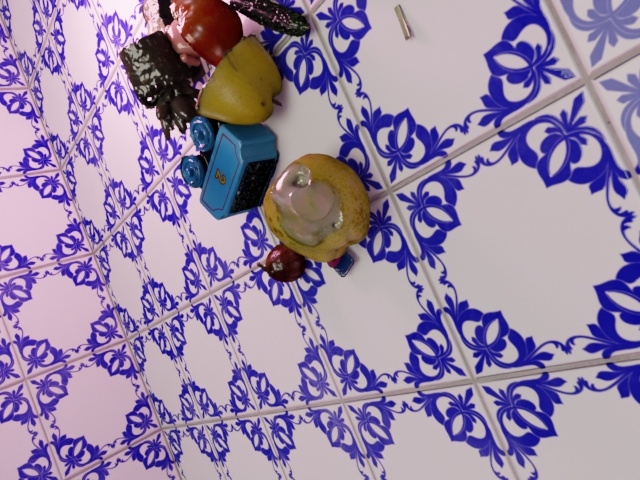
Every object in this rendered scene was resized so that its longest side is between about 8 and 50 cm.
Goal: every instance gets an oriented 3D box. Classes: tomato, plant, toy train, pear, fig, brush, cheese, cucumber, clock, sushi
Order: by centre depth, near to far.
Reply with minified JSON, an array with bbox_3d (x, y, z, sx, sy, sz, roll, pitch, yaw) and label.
[{"bbox_3d":[0.181,-0.477,1.124,0.016,0.013,0.084,-27,76,42],"label":"brush"},{"bbox_3d":[-0.004,-0.078,1.287,0.271,0.271,0.271,18,116,41],"label":"pear"},{"bbox_3d":[-0.130,-0.595,1.359,0.300,0.072,0.072,39,128,31],"label":"cucumber"},{"bbox_3d":[-0.292,-0.589,1.405,0.139,0.200,0.233,-37,65,19],"label":"tomato"},{"bbox_3d":[-0.201,-0.406,1.411,0.178,0.267,0.267,42,133,3],"label":"pear"},{"bbox_3d":[0.000,0.000,1.443,0.244,0.062,0.155,48,131,23],"label":"cheese"},{"bbox_3d":[-0.108,0.068,1.535,0.128,0.150,0.128,0,89,10],"label":"fig"},{"bbox_3d":[-0.279,-0.228,1.566,0.265,0.188,0.300,43,129,21],"label":"toy train"},{"bbox_3d":[-0.384,-0.643,1.572,0.162,0.093,0.166,-34,77,24],"label":"clock"},{"bbox_3d":[-0.498,-0.484,1.636,0.194,0.181,0.321,-16,116,23],"label":"plant"},{"bbox_3d":[-0.534,-0.686,1.721,0.296,0.100,0.373,-18,91,47],"label":"sushi"}]
